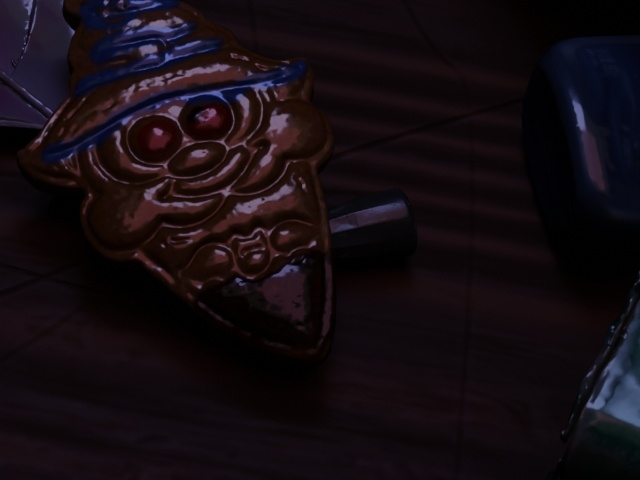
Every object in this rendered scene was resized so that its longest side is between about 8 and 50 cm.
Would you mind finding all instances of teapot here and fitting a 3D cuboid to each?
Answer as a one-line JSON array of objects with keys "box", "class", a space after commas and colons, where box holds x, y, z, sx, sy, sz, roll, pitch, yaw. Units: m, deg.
[{"box": [0.000, 0.000, 1.137, 0.110, 0.043, 0.043, -13, 59, -13], "class": "teapot"}]

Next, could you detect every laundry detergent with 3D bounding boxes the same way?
[{"box": [0.277, -0.066, 1.188, 0.289, 0.094, 0.143, -6, 54, -12], "class": "laundry detergent"}]

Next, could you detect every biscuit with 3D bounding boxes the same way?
[{"box": [-0.073, -0.045, 1.115, 0.183, 0.043, 0.280, -26, 67, -11], "class": "biscuit"}]

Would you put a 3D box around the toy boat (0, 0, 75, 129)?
[{"box": [-0.166, -0.138, 1.191, 0.318, 0.072, 0.219, 19, 59, 1], "class": "toy boat"}]

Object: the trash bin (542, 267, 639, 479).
[{"box": [0.313, 0.141, 0.952, 0.381, 0.295, 0.259, 22, 56, 13], "class": "trash bin"}]
